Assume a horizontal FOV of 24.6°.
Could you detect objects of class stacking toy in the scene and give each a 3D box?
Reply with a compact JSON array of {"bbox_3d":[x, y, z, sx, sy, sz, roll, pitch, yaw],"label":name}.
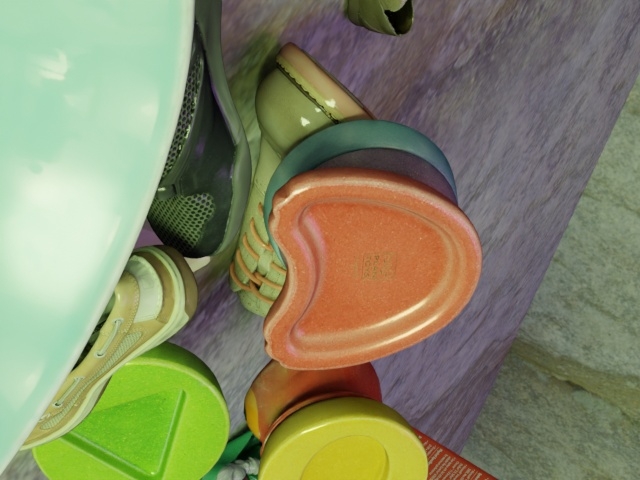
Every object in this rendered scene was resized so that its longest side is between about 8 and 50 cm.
[{"bbox_3d":[-0.049,0.048,0.995,0.130,0.279,0.309,-106,-155,-52],"label":"stacking toy"}]

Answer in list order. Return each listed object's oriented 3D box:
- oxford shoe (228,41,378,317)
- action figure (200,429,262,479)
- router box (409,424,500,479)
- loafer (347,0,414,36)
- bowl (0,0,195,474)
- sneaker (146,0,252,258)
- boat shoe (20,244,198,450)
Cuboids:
[{"bbox_3d":[0.000,0.000,1.123,0.146,0.140,0.397,-38,152,-10],"label":"oxford shoe"},{"bbox_3d":[-0.075,0.236,1.462,0.232,0.063,0.137,-25,146,-59],"label":"action figure"},{"bbox_3d":[0.054,0.362,1.639,0.082,0.301,0.335,-36,153,-55],"label":"router box"},{"bbox_3d":[0.050,-0.200,1.062,0.056,0.050,0.148,-55,164,-19],"label":"loafer"},{"bbox_3d":[-0.189,-0.016,0.421,0.311,0.163,0.311,-53,164,-22],"label":"bowl"},{"bbox_3d":[-0.103,-0.059,0.747,0.130,0.087,0.228,-45,149,-32],"label":"sneaker"},{"bbox_3d":[-0.152,0.063,0.814,0.190,0.068,0.072,-42,164,32],"label":"boat shoe"}]
